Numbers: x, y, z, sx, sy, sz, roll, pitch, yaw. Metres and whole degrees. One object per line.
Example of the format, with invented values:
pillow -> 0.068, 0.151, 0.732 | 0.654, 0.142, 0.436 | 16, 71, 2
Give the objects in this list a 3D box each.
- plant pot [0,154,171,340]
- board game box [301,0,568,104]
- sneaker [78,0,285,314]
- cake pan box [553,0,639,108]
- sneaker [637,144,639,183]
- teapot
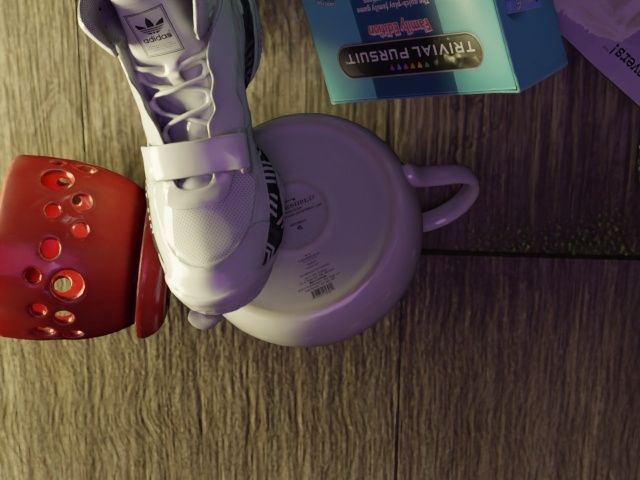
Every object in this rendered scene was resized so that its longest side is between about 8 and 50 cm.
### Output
plant pot -> -0.240, 0.015, 1.295 | 0.174, 0.191, 0.191 | 8, 109, -3
board game box -> 0.070, -0.301, 1.155 | 0.079, 0.254, 0.336 | -31, 112, -35
sneaker -> -0.131, -0.124, 1.147 | 0.137, 0.210, 0.365 | -10, 69, 14
cake pan box -> 0.347, -0.253, 1.186 | 0.267, 0.070, 0.246 | 38, 108, -21
sneaker -> 0.418, -0.092, 1.284 | 0.192, 0.064, 0.086 | -19, 107, 23
teapot -> 0.000, 0.000, 1.288 | 0.256, 0.187, 0.252 | 20, 79, 20
